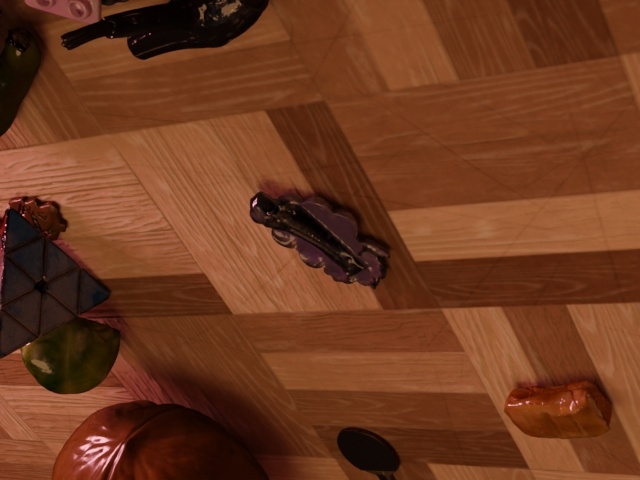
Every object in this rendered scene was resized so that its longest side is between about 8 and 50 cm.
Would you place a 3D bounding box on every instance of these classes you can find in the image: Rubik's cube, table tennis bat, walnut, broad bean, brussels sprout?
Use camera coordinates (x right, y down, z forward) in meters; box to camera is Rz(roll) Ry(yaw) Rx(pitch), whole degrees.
[{"bbox_3d":[-0.385,0.049,1.686,0.178,0.211,0.190,3,115,-26],"label":"Rubik's cube"},{"bbox_3d":[0.083,0.339,1.788,0.095,0.014,0.158,-8,128,36],"label":"table tennis bat"},{"bbox_3d":[-0.245,0.430,1.852,0.354,0.308,0.398,4,138,26],"label":"walnut"},{"bbox_3d":[-0.400,-0.186,1.441,0.067,0.075,0.325,56,139,6],"label":"broad bean"},{"bbox_3d":[-0.387,0.170,1.770,0.151,0.122,0.149,20,164,-5],"label":"brussels sprout"}]

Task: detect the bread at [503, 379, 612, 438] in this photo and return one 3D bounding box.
[{"bbox_3d":[0.300,0.216,1.480,0.132,0.053,0.074,-9,129,41],"label":"bread"}]

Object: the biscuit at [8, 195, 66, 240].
[{"bbox_3d":[-0.399,-0.036,1.652,0.092,0.016,0.082,25,143,2],"label":"biscuit"}]

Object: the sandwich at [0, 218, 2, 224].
[{"bbox_3d":[-0.496,0.005,1.740,0.105,0.036,0.093,0,134,31],"label":"sandwich"}]

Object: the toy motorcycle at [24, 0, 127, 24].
[{"bbox_3d":[-0.350,-0.288,1.190,0.327,0.188,0.143,21,135,10],"label":"toy motorcycle"}]

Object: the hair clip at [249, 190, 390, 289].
[{"bbox_3d":[-0.001,0.002,1.425,0.195,0.052,0.124,34,148,-16],"label":"hair clip"}]

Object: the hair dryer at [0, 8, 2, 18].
[{"bbox_3d":[-0.446,-0.191,1.294,0.044,0.183,0.155,23,108,42],"label":"hair dryer"}]

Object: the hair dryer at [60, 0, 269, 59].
[{"bbox_3d":[-0.180,-0.211,1.165,0.195,0.219,0.075,-14,95,43],"label":"hair dryer"}]
